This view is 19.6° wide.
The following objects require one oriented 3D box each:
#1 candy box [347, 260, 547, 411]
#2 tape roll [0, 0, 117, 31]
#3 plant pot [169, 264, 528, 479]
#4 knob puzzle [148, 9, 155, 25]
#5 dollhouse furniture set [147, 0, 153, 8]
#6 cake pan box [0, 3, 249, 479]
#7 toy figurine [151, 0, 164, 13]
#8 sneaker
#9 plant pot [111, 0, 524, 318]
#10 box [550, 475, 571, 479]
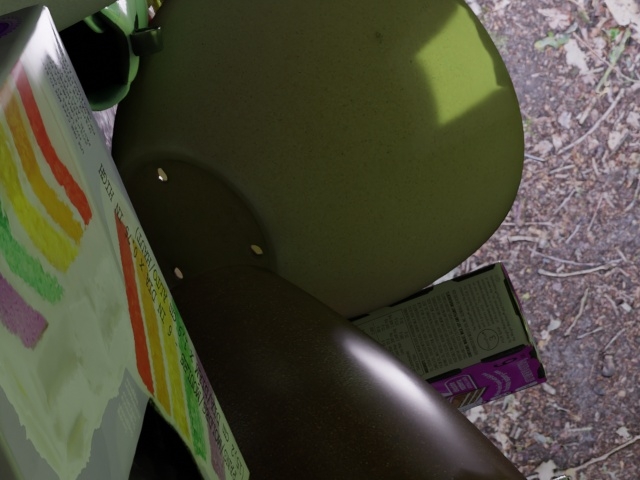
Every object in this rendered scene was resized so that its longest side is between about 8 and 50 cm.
[{"bbox_3d":[0.046,0.102,1.387,0.159,0.233,0.071,50,21,-72],"label":"candy box"},{"bbox_3d":[-0.208,-0.280,0.900,0.392,0.072,0.392,63,4,-9],"label":"tape roll"},{"bbox_3d":[-0.016,0.129,1.014,0.230,0.215,0.215,55,-5,37],"label":"plant pot"},{"bbox_3d":[-0.121,-0.127,1.645,0.213,0.030,0.213,-20,90,-85],"label":"knob puzzle"},{"bbox_3d":[-0.099,-0.373,1.396,0.303,0.355,0.174,52,-35,8],"label":"dollhouse furniture set"},{"bbox_3d":[-0.108,0.070,0.736,0.246,0.070,0.267,-78,150,-64],"label":"cake pan box"},{"bbox_3d":[-0.085,-0.330,1.577,0.363,0.217,0.191,63,3,-16],"label":"toy figurine"},{"bbox_3d":[-0.165,-0.202,1.125,0.151,0.094,0.256,-102,171,-63],"label":"sneaker"},{"bbox_3d":[-0.031,-0.050,1.250,0.191,0.284,0.284,-46,123,-42],"label":"plant pot"},{"bbox_3d":[0.105,0.290,1.317,0.262,0.231,0.127,61,10,-62],"label":"box"}]
